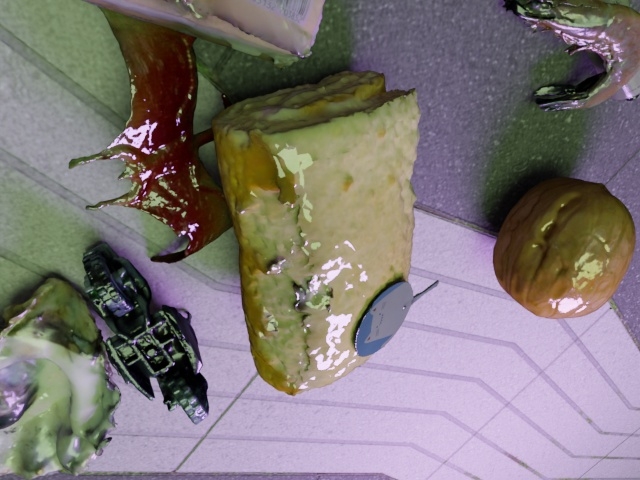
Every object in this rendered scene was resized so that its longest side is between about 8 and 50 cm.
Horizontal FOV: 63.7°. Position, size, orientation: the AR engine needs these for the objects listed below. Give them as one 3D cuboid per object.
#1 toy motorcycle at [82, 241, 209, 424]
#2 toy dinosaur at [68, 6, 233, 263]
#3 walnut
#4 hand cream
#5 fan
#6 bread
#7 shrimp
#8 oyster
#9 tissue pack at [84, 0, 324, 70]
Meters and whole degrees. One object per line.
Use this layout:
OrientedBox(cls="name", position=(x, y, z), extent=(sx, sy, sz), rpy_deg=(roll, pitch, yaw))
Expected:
OrientedBox(cls="toy motorcycle", position=(-0.228, 0.119, 0.683), extent=(0.106, 0.159, 0.270), rpy_deg=(-30, 114, -12))
OrientedBox(cls="toy dinosaur", position=(-0.186, -0.112, 0.564), extent=(0.207, 0.113, 0.327), rpy_deg=(-53, 142, -14))
OrientedBox(cls="walnut", position=(0.378, 0.011, 0.804), extent=(0.195, 0.195, 0.222), rpy_deg=(13, 108, -29))
OrientedBox(cls="hand cream", position=(0.405, -0.269, 0.714), extent=(0.087, 0.054, 0.186), rpy_deg=(-38, 122, 12))
OrientedBox(cls="fan", position=(0.105, 0.090, 0.681), extent=(0.175, 0.005, 0.113), rpy_deg=(-26, 136, -37))
OrientedBox(cls="bread", position=(0.000, 0.000, 0.637), extent=(0.236, 0.165, 0.375), rpy_deg=(-27, 133, -33))
OrientedBox(cls="shrimp", position=(0.319, -0.248, 0.681), extent=(0.219, 0.046, 0.152), rpy_deg=(14, 133, -14))
OrientedBox(cls="oyster", position=(-0.390, 0.205, 0.689), extent=(0.237, 0.115, 0.351), rpy_deg=(16, 112, -21))
OrientedBox(cls="tissue pack", position=(-0.104, -0.282, 0.428), extent=(0.256, 0.123, 0.215), rpy_deg=(10, 101, -30))
